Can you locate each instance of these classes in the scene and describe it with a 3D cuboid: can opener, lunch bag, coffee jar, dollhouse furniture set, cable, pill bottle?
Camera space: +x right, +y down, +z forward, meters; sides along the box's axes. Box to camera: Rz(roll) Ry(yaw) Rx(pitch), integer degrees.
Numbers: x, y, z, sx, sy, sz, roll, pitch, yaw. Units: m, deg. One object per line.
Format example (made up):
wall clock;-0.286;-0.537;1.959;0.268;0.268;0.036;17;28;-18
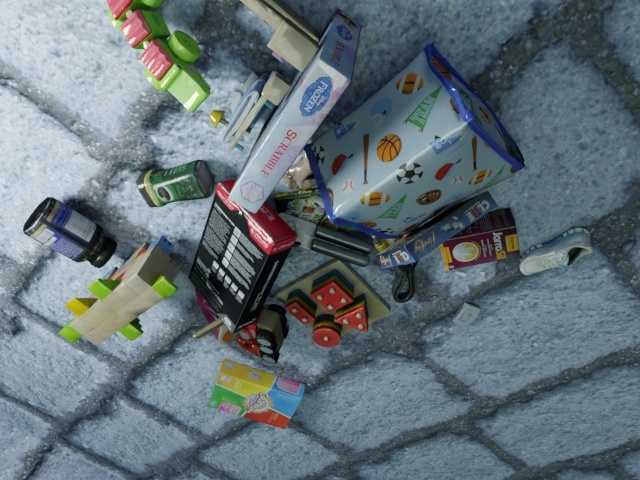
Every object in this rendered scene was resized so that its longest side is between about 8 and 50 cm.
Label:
can opener;0.000;0.000;1.249;0.280;0.074;0.093;17;164;-2
lunch bag;0.215;-0.165;0.990;0.327;0.239;0.385;-33;149;31
coffee jar;-0.375;-0.144;1.211;0.184;0.079;0.096;-8;129;14
dollhouse furniture set;-0.169;-0.322;0.905;0.198;0.286;0.303;33;114;-17
cable;0.235;0.058;1.308;0.139;0.072;0.287;-20;136;3
pill bottle;-0.696;-0.014;1.327;0.122;0.123;0.219;-27;132;27

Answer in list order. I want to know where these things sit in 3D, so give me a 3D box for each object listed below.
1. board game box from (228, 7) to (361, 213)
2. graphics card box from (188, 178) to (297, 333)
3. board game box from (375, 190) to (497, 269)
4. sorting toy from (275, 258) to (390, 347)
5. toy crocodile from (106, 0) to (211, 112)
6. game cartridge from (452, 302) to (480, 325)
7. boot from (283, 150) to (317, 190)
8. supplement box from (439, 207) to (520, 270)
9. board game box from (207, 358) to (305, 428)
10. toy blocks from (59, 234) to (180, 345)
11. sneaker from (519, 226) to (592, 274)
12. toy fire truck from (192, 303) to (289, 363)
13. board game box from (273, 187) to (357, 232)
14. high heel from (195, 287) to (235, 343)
board game box;-0.044;-0.257;0.918;0.065;0.319;0.318;31;127;-15
graphics card box;-0.220;0.048;1.258;0.233;0.094;0.371;45;129;21
board game box;0.257;-0.019;1.066;0.042;0.243;0.165;59;163;0
sorting toy;0.035;0.208;1.417;0.257;0.089;0.255;-31;118;28
toy crocodile;-0.345;-0.413;0.947;0.115;0.105;0.341;-30;97;29
game cartridge;0.439;0.222;1.410;0.055;0.017;0.083;21;128;-3
boot;-0.056;-0.174;1.163;0.086;0.042;0.119;-1;121;20
supplement box;0.398;-0.002;1.198;0.188;0.081;0.104;-12;125;18
board game box;-0.245;0.582;1.773;0.316;0.064;0.242;19;129;-6
toy blocks;-0.533;0.120;1.347;0.381;0.261;0.191;-33;115;21
sneaker;0.598;0.044;1.202;0.071;0.083;0.190;37;126;-21
toy fire truck;-0.243;0.284;1.467;0.246;0.159;0.217;15;147;10
board game box;0.019;-0.078;1.234;0.259;0.030;0.136;-6;125;13
high heel;-0.345;0.248;1.539;0.117;0.082;0.244;37;156;29
